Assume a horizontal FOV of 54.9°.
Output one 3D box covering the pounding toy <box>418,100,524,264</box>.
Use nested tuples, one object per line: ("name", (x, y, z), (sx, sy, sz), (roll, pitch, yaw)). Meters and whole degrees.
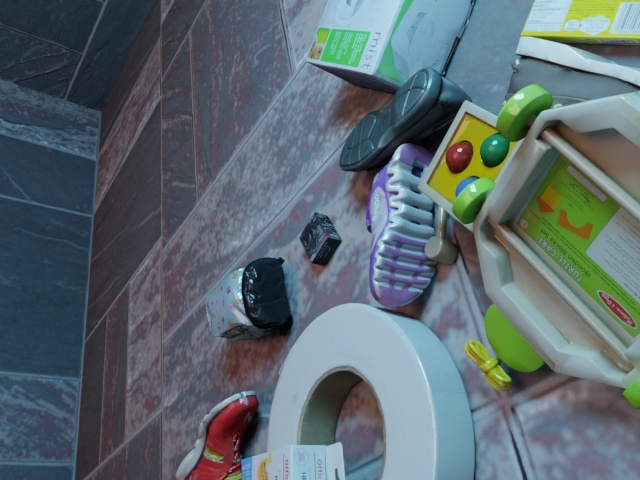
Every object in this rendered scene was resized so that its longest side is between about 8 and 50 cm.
("pounding toy", (0.177, -0.063, 0.784), (0.206, 0.094, 0.181), (-63, 34, 18))

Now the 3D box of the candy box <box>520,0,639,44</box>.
("candy box", (0.328, -0.277, 0.700), (0.206, 0.027, 0.105), (33, 102, 56))

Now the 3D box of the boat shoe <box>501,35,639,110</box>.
("boat shoe", (0.299, -0.123, 0.608), (0.324, 0.117, 0.096), (49, 127, 53))

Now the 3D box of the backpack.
("backpack", (-0.141, 0.122, 1.182), (0.182, 0.115, 0.151), (-36, 52, 49))

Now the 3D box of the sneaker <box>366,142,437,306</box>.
("sneaker", (0.106, -0.017, 0.887), (0.104, 0.095, 0.236), (-22, 54, 58))

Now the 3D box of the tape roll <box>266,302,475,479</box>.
("tape roll", (0.048, 0.283, 0.865), (0.392, 0.072, 0.391), (-29, 54, 50))

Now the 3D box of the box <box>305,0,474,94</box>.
("box", (0.119, -0.372, 0.973), (0.231, 0.127, 0.261), (39, 110, 57))

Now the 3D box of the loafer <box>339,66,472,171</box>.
("loafer", (0.119, -0.159, 0.928), (0.267, 0.084, 0.096), (-32, 43, 60))

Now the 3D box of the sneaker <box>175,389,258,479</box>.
("sneaker", (-0.172, 0.400, 1.160), (0.118, 0.107, 0.279), (44, 119, 34))

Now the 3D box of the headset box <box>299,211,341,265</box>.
("headset box", (0.000, 0.000, 1.090), (0.062, 0.032, 0.083), (-58, 35, 26))

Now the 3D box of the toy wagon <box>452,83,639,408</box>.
("toy wagon", (0.242, 0.028, 0.597), (0.267, 0.068, 0.344), (53, 146, 29))

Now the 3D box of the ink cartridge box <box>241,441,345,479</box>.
("ink cartridge box", (-0.042, 0.345, 0.854), (0.181, 0.062, 0.104), (-36, 50, 45))
